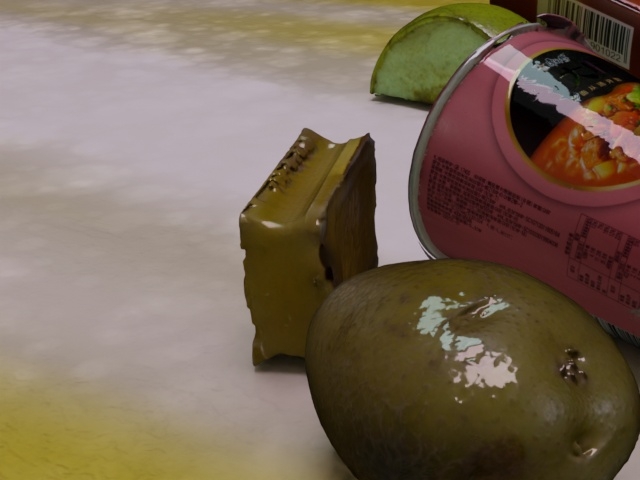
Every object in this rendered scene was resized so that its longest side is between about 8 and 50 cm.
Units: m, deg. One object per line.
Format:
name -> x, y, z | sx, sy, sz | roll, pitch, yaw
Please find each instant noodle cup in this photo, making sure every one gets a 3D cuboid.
instant noodle cup -> 0.234, -0.026, 0.956 | 0.244, 0.243, 0.255 | -17, 34, -32

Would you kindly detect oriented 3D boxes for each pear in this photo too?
pear -> 0.243, -0.252, 1.641 | 0.239, 0.139, 0.288 | -9, 19, -44

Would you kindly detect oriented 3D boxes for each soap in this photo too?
soap -> -0.002, 0.000, 1.006 | 0.076, 0.135, 0.233 | 1, 22, 11

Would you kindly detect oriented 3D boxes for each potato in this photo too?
potato -> 0.078, 0.088, 0.752 | 0.174, 0.159, 0.251 | 12, 2, -31

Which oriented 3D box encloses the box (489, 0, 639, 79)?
box -> 0.493, -0.378, 1.688 | 0.385, 0.122, 0.344 | -34, 50, -26
